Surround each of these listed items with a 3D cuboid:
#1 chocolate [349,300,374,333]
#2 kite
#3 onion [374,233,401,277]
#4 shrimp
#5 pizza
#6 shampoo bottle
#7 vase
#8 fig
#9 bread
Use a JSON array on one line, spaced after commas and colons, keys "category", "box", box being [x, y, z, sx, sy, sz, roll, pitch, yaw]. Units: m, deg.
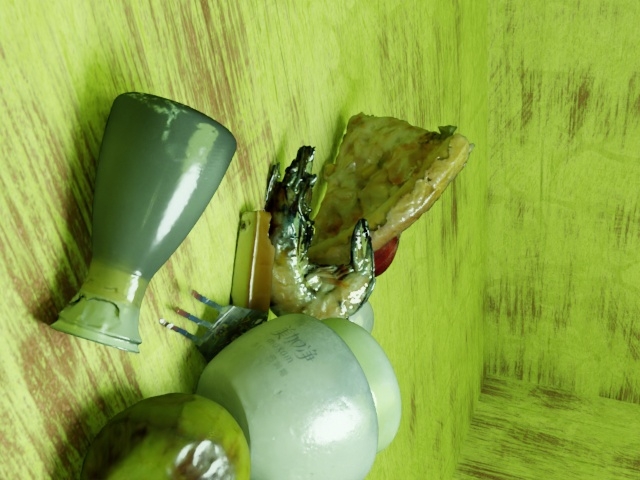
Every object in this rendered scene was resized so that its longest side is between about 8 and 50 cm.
[{"category": "chocolate", "box": [0.052, 0.177, 1.735, 0.221, 0.147, 0.221, 4, 90, -68]}, {"category": "kite", "box": [-0.183, 0.150, 1.289, 0.141, 0.015, 0.245, -50, 147, -2]}, {"category": "onion", "box": [0.114, -0.016, 1.818, 0.248, 0.161, 0.248, -23, 124, -39]}, {"category": "shrimp", "box": [0.000, 0.000, 1.462, 0.071, 0.233, 0.364, -44, 140, -84]}, {"category": "pizza", "box": [0.135, -0.125, 1.551, 0.080, 0.392, 0.434, 36, 58, -38]}, {"category": "shampoo bottle", "box": [-0.046, 0.295, 1.303, 0.318, 0.322, 0.322, -17, 117, -33]}, {"category": "vase", "box": [-0.244, -0.019, 0.989, 0.173, 0.173, 0.321, 38, 70, -64]}, {"category": "fig", "box": [-0.215, 0.338, 1.089, 0.271, 0.240, 0.239, 19, 80, -83]}, {"category": "bread", "box": [-0.125, 0.054, 1.405, 0.088, 0.049, 0.226, 1, 97, -65]}]
